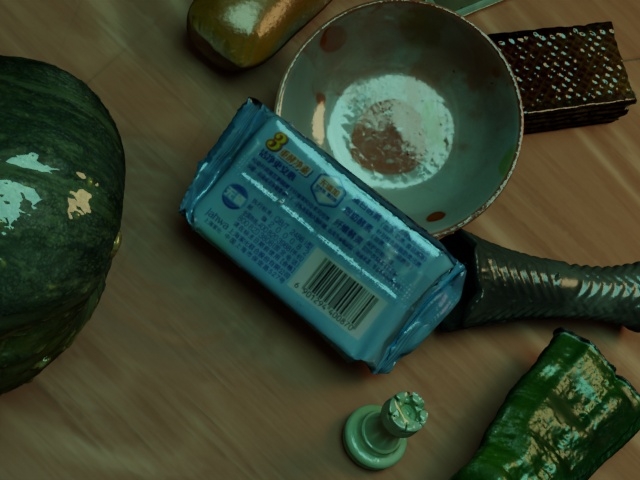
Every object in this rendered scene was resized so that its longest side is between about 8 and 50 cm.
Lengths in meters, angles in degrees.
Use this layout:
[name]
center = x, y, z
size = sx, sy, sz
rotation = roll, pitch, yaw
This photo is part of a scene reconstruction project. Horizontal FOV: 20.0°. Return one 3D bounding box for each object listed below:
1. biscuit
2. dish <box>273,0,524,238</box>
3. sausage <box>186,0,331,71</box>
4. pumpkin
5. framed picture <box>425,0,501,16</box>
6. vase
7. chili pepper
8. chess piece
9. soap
[biscuit]
center = 0.237, -0.177, 2.040
size = 0.252, 0.070, 0.106
rotation = -8, 71, -25
[dish]
center = 0.082, -0.119, 1.917
size = 0.260, 0.085, 0.260
rotation = 0, 82, 1
[sausage]
center = -0.037, -0.284, 1.964
size = 0.105, 0.105, 0.274
rotation = 43, 59, 1
[pumpkin]
center = -0.308, -0.001, 1.594
size = 0.257, 0.327, 0.291
rotation = 15, 45, -4
[framed picture]
center = 0.174, -0.336, 2.120
size = 0.183, 0.011, 0.142
rotation = -25, 78, -28
[vase]
center = 0.244, 0.051, 1.926
size = 0.237, 0.115, 0.115
rotation = 6, 65, -22
[chili pepper]
center = 0.215, 0.221, 1.834
size = 0.270, 0.099, 0.136
rotation = -43, 115, -30
[chess piece]
center = 0.068, 0.183, 1.791
size = 0.067, 0.103, 0.067
rotation = 8, 65, -17
[soap]
center = 0.000, 0.000, 1.826
size = 0.293, 0.077, 0.156
rotation = 40, 95, 0
